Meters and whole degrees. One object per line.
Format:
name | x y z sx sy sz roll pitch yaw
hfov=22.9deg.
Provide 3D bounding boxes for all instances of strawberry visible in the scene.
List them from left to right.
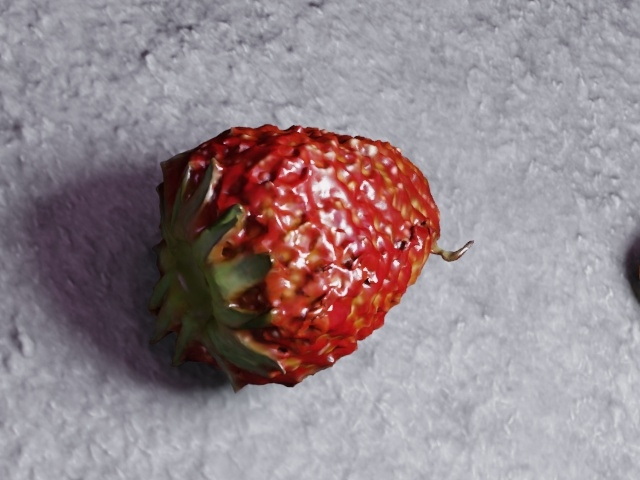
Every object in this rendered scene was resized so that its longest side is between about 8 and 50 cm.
strawberry | 0.001 0.002 1.614 0.343 0.292 0.292 -17 68 -30

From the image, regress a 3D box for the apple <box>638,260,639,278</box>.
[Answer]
apple | 0.469 0.034 1.898 0.163 0.139 0.163 13 53 -18
